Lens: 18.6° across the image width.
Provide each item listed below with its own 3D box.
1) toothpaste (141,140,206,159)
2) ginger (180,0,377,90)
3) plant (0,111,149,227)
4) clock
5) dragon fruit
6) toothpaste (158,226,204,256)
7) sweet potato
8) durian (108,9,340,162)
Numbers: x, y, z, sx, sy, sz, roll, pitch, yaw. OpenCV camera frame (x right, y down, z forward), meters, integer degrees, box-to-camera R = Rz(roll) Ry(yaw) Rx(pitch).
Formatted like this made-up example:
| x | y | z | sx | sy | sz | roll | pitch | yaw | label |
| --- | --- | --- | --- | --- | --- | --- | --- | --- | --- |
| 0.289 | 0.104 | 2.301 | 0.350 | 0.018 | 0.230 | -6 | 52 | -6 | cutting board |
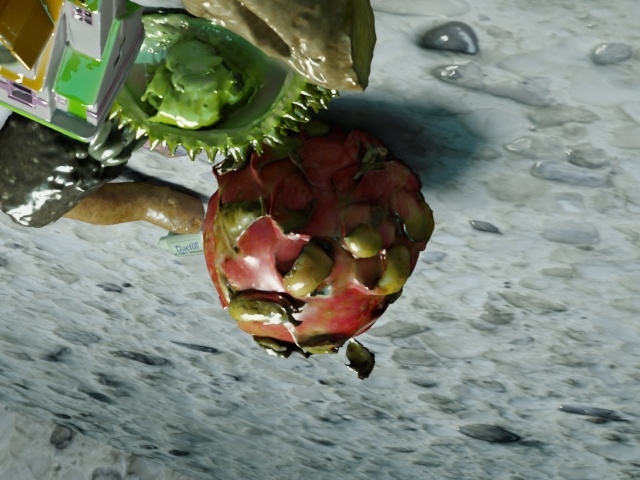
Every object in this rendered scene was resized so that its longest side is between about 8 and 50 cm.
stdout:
| x | y | z | sx | sy | sz | roll | pitch | yaw | label |
| --- | --- | --- | --- | --- | --- | --- | --- | --- | --- |
| -0.166 | -0.118 | 2.288 | 0.067 | 0.043 | 0.194 | 21 | 166 | -27 | toothpaste |
| -0.050 | -0.237 | 1.733 | 0.190 | 0.126 | 0.354 | -11 | 147 | 37 | ginger |
| -0.290 | -0.110 | 2.215 | 0.129 | 0.194 | 0.132 | 52 | -162 | 3 | plant |
| -0.293 | -0.239 | 1.802 | 0.235 | 0.166 | 0.309 | 24 | 161 | 2 | clock |
| 0.000 | 0.000 | 2.179 | 0.250 | 0.269 | 0.291 | 13 | 167 | -27 | dragon fruit |
| -0.131 | -0.005 | 2.581 | 0.218 | 0.041 | 0.064 | -6 | 147 | 38 | toothpaste |
| -0.283 | -0.050 | 2.450 | 0.281 | 0.059 | 0.067 | 7 | -157 | -28 | sweet potato |
| -0.123 | -0.180 | 2.033 | 0.355 | 0.157 | 0.169 | 7 | 124 | 20 | durian |
